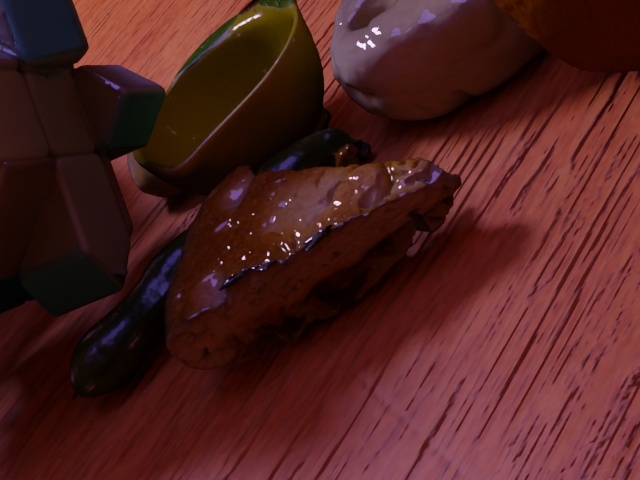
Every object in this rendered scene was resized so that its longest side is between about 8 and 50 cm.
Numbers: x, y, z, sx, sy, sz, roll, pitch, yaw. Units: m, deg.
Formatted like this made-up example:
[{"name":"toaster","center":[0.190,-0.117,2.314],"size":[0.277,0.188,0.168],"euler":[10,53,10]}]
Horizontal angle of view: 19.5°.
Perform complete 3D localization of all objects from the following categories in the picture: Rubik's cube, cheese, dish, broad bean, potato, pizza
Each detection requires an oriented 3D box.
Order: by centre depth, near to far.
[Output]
[{"name":"pizza","center":[0.000,0.002,1.111],"size":[0.194,0.069,0.154],"euler":[-18,31,22]},{"name":"broad bean","center":[-0.071,0.010,1.213],"size":[0.256,0.052,0.053],"euler":[-42,67,-17]},{"name":"Rubik's cube","center":[-0.219,-0.050,1.227],"size":[0.213,0.224,0.265],"euler":[-22,-11,22]},{"name":"cheese","center":[0.105,-0.188,1.268],"size":[0.159,0.093,0.263],"euler":[-14,34,42]},{"name":"dish","center":[-0.050,-0.089,1.311],"size":[0.149,0.080,0.208],"euler":[-24,28,35]},{"name":"potato","center":[-0.113,-0.066,1.388],"size":[0.068,0.062,0.083],"euler":[-38,42,35]}]

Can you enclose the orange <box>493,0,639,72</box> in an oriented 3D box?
[{"name":"orange","center":[0.182,-0.193,1.065],"size":[0.206,0.206,0.206],"euler":[-29,26,16]}]
